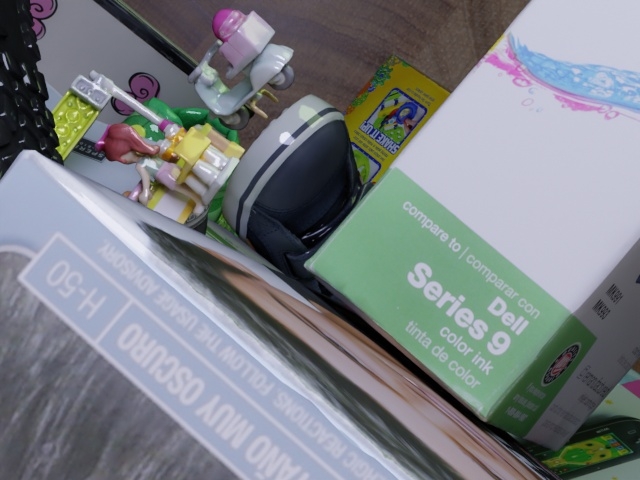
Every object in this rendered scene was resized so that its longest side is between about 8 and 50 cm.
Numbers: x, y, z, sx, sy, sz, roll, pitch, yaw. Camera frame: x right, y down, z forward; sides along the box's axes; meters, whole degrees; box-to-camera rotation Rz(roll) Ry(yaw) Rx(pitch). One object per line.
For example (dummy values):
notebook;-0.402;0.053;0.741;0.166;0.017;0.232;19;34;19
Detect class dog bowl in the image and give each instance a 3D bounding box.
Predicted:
dog bowl;-0.264;-0.194;1.540;0.408;0.150;0.408;40;2;-2

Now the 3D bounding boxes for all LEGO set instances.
LEGO set;-0.120;-0.029;0.890;0.107;0.132;0.287;36;38;-5

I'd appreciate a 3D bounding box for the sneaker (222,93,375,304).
sneaker;0.000;0.000;1.337;0.127;0.126;0.321;42;-19;14

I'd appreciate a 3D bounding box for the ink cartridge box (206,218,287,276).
ink cartridge box;-0.080;0.026;1.168;0.109;0.062;0.209;38;1;21

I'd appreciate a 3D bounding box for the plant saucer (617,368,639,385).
plant saucer;0.162;0.134;1.312;0.317;0.044;0.317;18;-22;8

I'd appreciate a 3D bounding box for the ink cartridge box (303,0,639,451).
ink cartridge box;0.112;-0.031;0.621;0.093;0.212;0.154;39;1;20

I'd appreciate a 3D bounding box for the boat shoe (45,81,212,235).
boat shoe;-0.168;-0.046;1.066;0.228;0.080;0.076;22;-42;20

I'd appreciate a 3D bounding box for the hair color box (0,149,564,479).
hair color box;0.014;0.103;0.509;0.185;0.114;0.374;39;3;16

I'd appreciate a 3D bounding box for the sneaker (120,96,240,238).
sneaker;-0.104;-0.044;1.427;0.109;0.123;0.295;39;1;19

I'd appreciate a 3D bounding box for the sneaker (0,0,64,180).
sneaker;-0.214;-0.078;0.841;0.107;0.124;0.283;57;13;-46

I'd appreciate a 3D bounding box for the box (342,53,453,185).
box;0.112;0.022;1.648;0.290;0.279;0.177;38;2;-38

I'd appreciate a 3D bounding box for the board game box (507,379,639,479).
board game box;0.204;0.187;0.761;0.224;0.098;0.303;-11;34;-31
